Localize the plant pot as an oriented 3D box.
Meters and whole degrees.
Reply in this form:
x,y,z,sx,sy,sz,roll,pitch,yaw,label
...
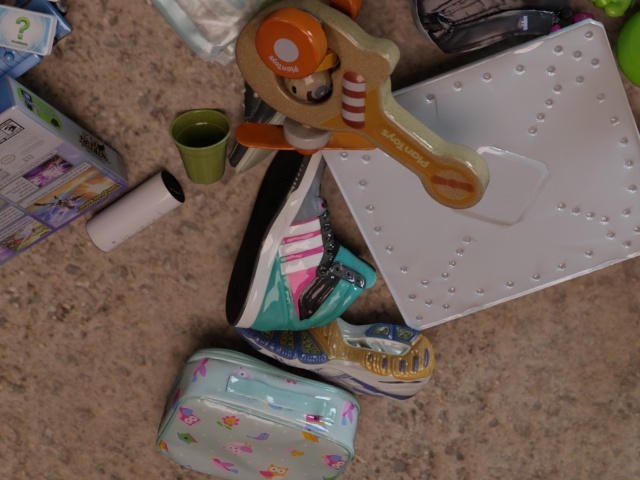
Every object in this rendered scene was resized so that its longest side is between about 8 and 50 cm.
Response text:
x,y,z,sx,sy,sz,roll,pitch,yaw,label
-0.156,-0.120,2.070,0.083,0.083,0.079,-3,135,0,plant pot

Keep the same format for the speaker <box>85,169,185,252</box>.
x,y,z,sx,sy,sz,roll,pitch,yaw,label
-0.252,-0.040,2.122,0.136,0.055,0.055,-32,117,17,speaker

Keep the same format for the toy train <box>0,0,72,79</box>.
x,y,z,sx,sy,sz,roll,pitch,yaw,label
-0.398,-0.242,1.966,0.184,0.105,0.080,-32,117,17,toy train

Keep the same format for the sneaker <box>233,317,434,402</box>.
x,y,z,sx,sy,sz,roll,pitch,yaw,label
0.009,0.167,2.223,0.296,0.112,0.131,19,146,3,sneaker

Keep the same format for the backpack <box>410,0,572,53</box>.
x,y,z,sx,sy,sz,roll,pitch,yaw,label
0.203,-0.304,1.933,0.182,0.115,0.152,-26,99,3,backpack

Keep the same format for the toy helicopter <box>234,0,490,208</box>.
x,y,z,sx,sy,sz,roll,pitch,yaw,label
0.046,-0.148,1.897,0.355,0.140,0.235,37,135,-4,toy helicopter

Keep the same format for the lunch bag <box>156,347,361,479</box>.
x,y,z,sx,sy,sz,roll,pitch,yaw,label
-0.083,0.264,2.243,0.279,0.108,0.224,18,141,-9,lunch bag

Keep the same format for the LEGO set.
x,y,z,sx,sy,sz,roll,pitch,yaw,label
-0.430,-0.339,1.886,0.244,0.060,0.182,14,98,12,LEGO set

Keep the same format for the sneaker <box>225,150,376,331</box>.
x,y,z,sx,sy,sz,roll,pitch,yaw,label
0.000,0.000,2.116,0.178,0.124,0.295,14,108,-23,sneaker

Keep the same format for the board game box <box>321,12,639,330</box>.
x,y,z,sx,sy,sz,roll,pitch,yaw,label
0.236,-0.085,2.082,0.390,0.050,0.390,-20,127,10,board game box

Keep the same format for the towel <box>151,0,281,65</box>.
x,y,z,sx,sy,sz,roll,pitch,yaw,label
-0.115,-0.429,1.874,0.320,0.090,0.374,-33,117,14,towel

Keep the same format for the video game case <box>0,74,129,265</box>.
x,y,z,sx,sy,sz,roll,pitch,yaw,label
-0.430,-0.076,2.034,0.269,0.061,0.244,-30,145,16,video game case

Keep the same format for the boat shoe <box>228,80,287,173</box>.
x,y,z,sx,sy,sz,roll,pitch,yaw,label
-0.064,-0.186,2.038,0.079,0.084,0.233,42,125,16,boat shoe

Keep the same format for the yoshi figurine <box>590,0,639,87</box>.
x,y,z,sx,sy,sz,roll,pitch,yaw,label
0.410,-0.323,1.899,0.203,0.203,0.362,-15,124,26,yoshi figurine
